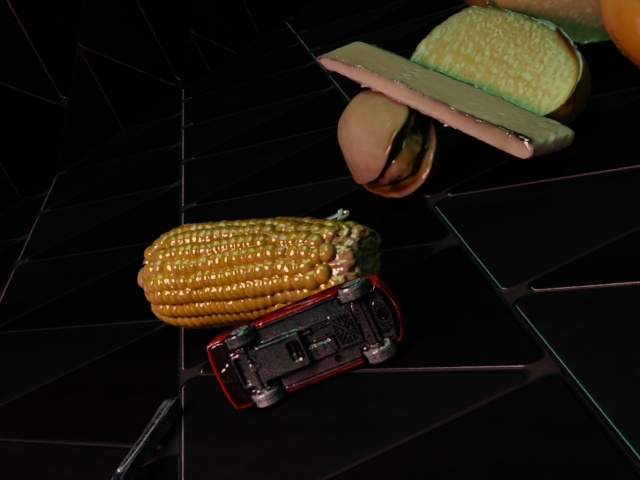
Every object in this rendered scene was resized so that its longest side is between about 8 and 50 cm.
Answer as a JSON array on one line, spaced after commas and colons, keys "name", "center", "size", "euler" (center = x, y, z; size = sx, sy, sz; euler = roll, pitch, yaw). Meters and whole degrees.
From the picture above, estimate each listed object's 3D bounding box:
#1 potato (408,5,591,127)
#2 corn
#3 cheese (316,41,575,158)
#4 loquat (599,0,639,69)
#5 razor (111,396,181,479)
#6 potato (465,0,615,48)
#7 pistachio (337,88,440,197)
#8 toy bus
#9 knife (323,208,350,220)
[{"name": "potato", "center": [0.253, -0.212, 1.472], "size": [0.272, 0.111, 0.160], "euler": [25, 80, 43]}, {"name": "corn", "center": [-0.084, 0.037, 1.273], "size": [0.347, 0.130, 0.130], "euler": [-5, 28, 39]}, {"name": "cheese", "center": [0.150, -0.188, 1.416], "size": [0.085, 0.034, 0.400], "euler": [-20, 37, -34]}, {"name": "loquat", "center": [0.447, -0.299, 1.306], "size": [0.235, 0.235, 0.235], "euler": [-23, 19, 9]}, {"name": "razor", "center": [-0.171, 0.207, 1.078], "size": [0.066, 0.033, 0.190], "euler": [-19, 19, 18]}, {"name": "potato", "center": [0.398, -0.479, 1.632], "size": [0.442, 0.385, 0.319], "euler": [-15, 7, 0]}, {"name": "pistachio", "center": [0.092, -0.132, 1.489], "size": [0.144, 0.144, 0.215], "euler": [-25, 24, 3]}, {"name": "toy bus", "center": [-0.010, 0.095, 1.096], "size": [0.195, 0.081, 0.089], "euler": [-23, 9, 12]}, {"name": "knife", "center": [0.001, 0.002, 1.406], "size": [0.078, 0.022, 0.166], "euler": [-29, 16, 13]}]
